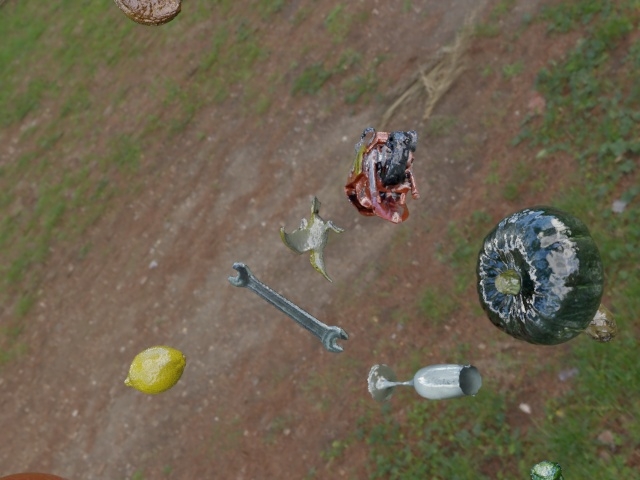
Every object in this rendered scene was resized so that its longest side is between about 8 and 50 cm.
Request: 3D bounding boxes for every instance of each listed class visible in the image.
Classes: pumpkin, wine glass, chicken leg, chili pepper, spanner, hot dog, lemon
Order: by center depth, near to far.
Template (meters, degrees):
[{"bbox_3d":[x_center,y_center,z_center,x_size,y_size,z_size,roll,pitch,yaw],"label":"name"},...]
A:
[{"bbox_3d":[-0.211,-0.289,1.043,0.058,0.083,0.035,-100,23,-48],"label":"hot dog"},{"bbox_3d":[-0.225,0.176,1.161,0.092,0.065,0.065,-23,35,5],"label":"lemon"},{"bbox_3d":[0.317,0.054,1.262,0.211,0.152,0.212,-178,90,-72],"label":"pumpkin"},{"bbox_3d":[0.183,0.248,1.504,0.262,0.074,0.074,-17,43,57],"label":"wine glass"},{"bbox_3d":[0.435,0.521,1.672,0.061,0.224,0.098,20,38,32],"label":"chili pepper"},{"bbox_3d":[0.550,0.132,1.771,0.069,0.198,0.085,-30,13,35],"label":"chicken leg"},{"bbox_3d":[-0.070,0.146,1.841,0.071,0.302,0.017,-57,-1,33],"label":"spanner"}]

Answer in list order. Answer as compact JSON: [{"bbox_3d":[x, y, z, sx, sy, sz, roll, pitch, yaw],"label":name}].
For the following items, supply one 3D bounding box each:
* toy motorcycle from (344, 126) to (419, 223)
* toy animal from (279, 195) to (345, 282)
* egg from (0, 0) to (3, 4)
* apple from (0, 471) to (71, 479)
[{"bbox_3d":[0.107,-0.119,1.515,0.298,0.089,0.171,-135,56,-77],"label":"toy motorcycle"},{"bbox_3d":[0.000,0.000,1.671,0.095,0.155,0.219,-41,-10,12],"label":"toy animal"},{"bbox_3d":[-0.276,-0.217,0.581,0.151,0.151,0.209,-35,25,24],"label":"egg"},{"bbox_3d":[-0.397,0.442,1.123,0.260,0.216,0.261,-12,71,40],"label":"apple"}]
